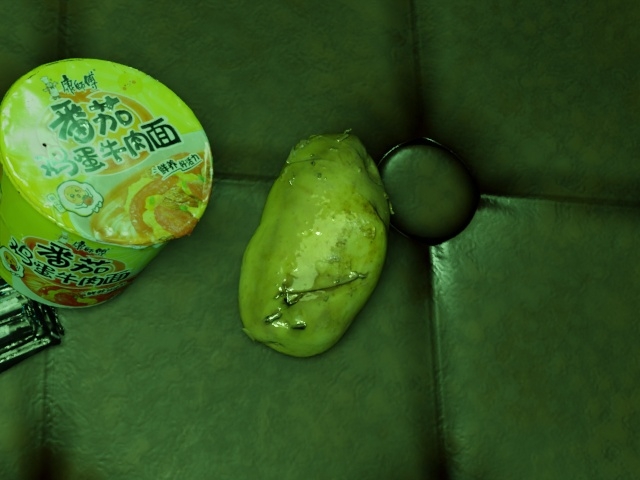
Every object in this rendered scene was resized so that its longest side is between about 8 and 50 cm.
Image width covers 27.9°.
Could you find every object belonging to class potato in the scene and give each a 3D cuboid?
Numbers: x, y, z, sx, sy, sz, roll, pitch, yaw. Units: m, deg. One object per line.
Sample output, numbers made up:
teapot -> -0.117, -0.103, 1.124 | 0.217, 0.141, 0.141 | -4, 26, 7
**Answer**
potato -> 0.000, 0.000, 1.640 | 0.173, 0.140, 0.300 | 20, 71, -3

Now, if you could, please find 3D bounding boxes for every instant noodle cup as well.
instant noodle cup -> -0.280, -0.056, 1.524 | 0.264, 0.200, 0.264 | 15, 53, -21

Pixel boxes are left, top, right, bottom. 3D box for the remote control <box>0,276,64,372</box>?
remote control -> -0.497, 0.144, 1.494 | 0.398, 0.062, 0.145 | -24, 78, -23
